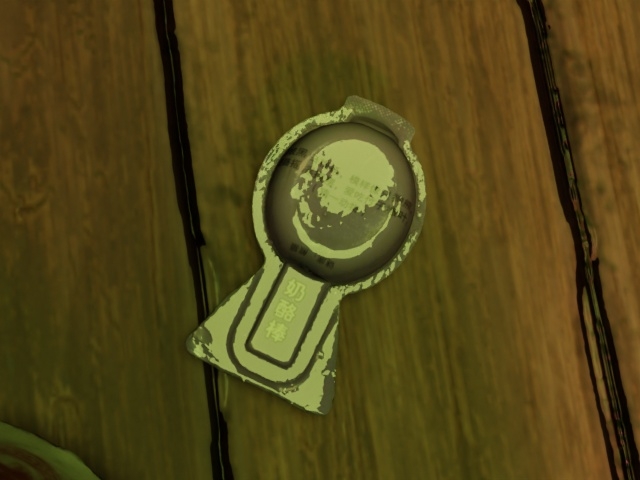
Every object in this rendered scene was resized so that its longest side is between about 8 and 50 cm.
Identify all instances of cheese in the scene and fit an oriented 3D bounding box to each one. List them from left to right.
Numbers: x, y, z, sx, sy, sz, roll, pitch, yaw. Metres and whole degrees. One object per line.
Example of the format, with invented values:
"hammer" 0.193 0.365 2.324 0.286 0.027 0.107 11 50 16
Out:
"cheese" 0.000 0.000 0.509 0.105 0.042 0.190 27 76 -2

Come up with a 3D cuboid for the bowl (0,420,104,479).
"bowl" -0.217 0.230 0.339 0.338 0.157 0.337 0 75 -1
